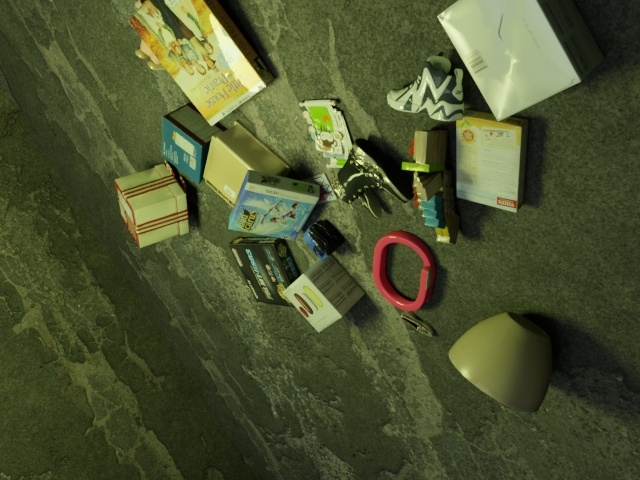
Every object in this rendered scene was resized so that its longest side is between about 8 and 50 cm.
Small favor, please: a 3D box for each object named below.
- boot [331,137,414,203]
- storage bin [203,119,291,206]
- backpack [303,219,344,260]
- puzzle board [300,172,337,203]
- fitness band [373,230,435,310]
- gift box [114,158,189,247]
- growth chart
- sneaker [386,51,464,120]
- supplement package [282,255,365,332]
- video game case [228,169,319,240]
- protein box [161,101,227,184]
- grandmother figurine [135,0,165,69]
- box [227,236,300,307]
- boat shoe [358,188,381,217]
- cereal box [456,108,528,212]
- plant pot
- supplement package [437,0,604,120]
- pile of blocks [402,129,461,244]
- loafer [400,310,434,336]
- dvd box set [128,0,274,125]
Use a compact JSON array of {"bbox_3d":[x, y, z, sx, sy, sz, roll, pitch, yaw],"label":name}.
[{"bbox_3d":[0.148,-0.161,1.780,0.236,0.085,0.178,47,131,11],"label":"boot"},{"bbox_3d":[-0.268,-0.231,2.151,0.262,0.123,0.260,41,143,11],"label":"storage bin"},{"bbox_3d":[0.000,0.000,2.090,0.120,0.098,0.101,48,147,2],"label":"backpack"},{"bbox_3d":[-0.008,-0.169,2.025,0.128,0.011,0.096,-10,113,49],"label":"puzzle board"},{"bbox_3d":[0.264,0.098,1.943,0.209,0.054,0.290,30,138,30],"label":"fitness band"},{"bbox_3d":[-0.695,-0.170,2.546,0.276,0.258,0.255,54,150,30],"label":"gift box"},{"bbox_3d":[0.028,-0.322,1.849,0.172,0.021,0.237,-1,120,48],"label":"growth chart"},{"bbox_3d":[0.262,-0.390,1.498,0.235,0.094,0.153,35,126,52],"label":"sneaker"},{"bbox_3d":[0.010,0.189,2.199,0.203,0.149,0.194,48,143,2],"label":"supplement package"},{"bbox_3d":[-0.161,-0.111,2.049,0.244,0.061,0.269,11,143,-16],"label":"video game case"},{"bbox_3d":[-0.464,-0.355,2.234,0.201,0.136,0.199,38,142,17],"label":"protein box"},{"bbox_3d":[-0.532,-0.734,2.020,0.208,0.104,0.342,37,140,-5],"label":"grandmother figurine"},{"bbox_3d":[-0.207,0.124,2.437,0.293,0.073,0.295,0,120,45],"label":"box"},{"bbox_3d":[0.144,-0.125,1.873,0.042,0.049,0.133,-32,89,49],"label":"boat shoe"},{"bbox_3d":[0.424,-0.198,1.519,0.173,0.047,0.240,21,135,35],"label":"cereal box"},{"bbox_3d":[0.532,0.314,1.703,0.284,0.284,0.191,34,106,21],"label":"plant pot"},{"bbox_3d":[0.412,-0.421,1.258,0.204,0.145,0.262,-22,104,52],"label":"supplement package"},{"bbox_3d":[0.280,-0.136,1.638,0.113,0.149,0.362,11,129,40],"label":"pile of blocks"},{"bbox_3d":[0.324,0.285,2.045,0.125,0.039,0.045,39,141,15],"label":"loafer"},{"bbox_3d":[-0.378,-0.598,1.908,0.308,0.062,0.420,-22,113,42],"label":"dvd box set"}]
